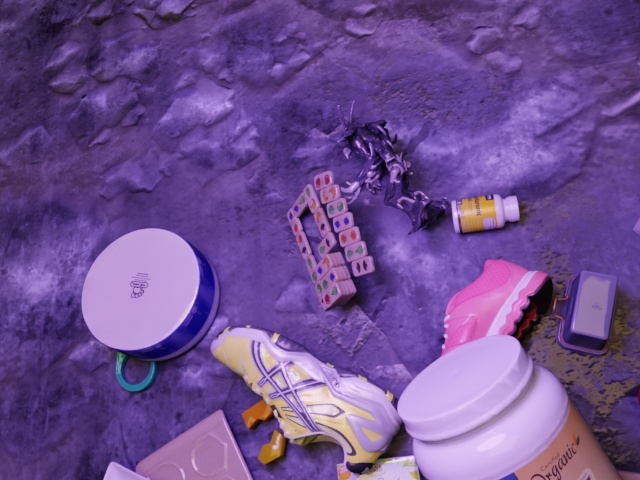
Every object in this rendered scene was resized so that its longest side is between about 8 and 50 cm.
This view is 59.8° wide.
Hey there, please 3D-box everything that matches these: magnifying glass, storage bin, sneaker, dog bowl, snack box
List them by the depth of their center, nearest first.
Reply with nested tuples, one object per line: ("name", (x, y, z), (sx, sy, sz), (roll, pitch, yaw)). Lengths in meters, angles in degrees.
("storage bin", (0.440, 0.112, 0.920), (0.098, 0.091, 0.135), (12, 75, 22))
("snack box", (0.104, 0.426, 0.949), (0.141, 0.037, 0.100), (-13, 66, 14))
("sneaker", (0.263, 0.166, 0.968), (0.313, 0.116, 0.136), (-50, 48, -6))
("sneaker", (-0.050, 0.270, 0.987), (0.385, 0.145, 0.147), (20, 66, 25))
("dog bowl", (-0.353, 0.112, 1.162), (0.265, 0.104, 0.264), (-5, 66, 12))
("magnifying glass", (-0.416, 0.218, 1.206), (0.092, 0.026, 0.230), (-31, 66, 5))

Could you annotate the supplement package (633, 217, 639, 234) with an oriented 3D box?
("supplement package", (0.619, -0.075, 0.815), (0.177, 0.293, 0.175), (-47, 64, -1))

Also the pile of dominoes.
("pile of dominoes", (0.000, 0.000, 1.064), (0.040, 0.196, 0.251), (-6, 61, -32))

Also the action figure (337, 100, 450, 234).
("action figure", (0.109, -0.129, 1.061), (0.275, 0.164, 0.141), (51, 128, 11))

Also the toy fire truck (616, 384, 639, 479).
("toy fire truck", (0.515, 0.295, 0.815), (0.247, 0.158, 0.216), (-12, 68, 3))

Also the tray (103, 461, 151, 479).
("tray", (-0.381, 0.567, 1.028), (0.145, 0.030, 0.270), (11, 75, 27))

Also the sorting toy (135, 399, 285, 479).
("sorting toy", (-0.186, 0.443, 1.043), (0.307, 0.041, 0.229), (-34, 60, 4))

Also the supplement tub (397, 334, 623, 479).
("supplement tub", (0.271, 0.314, 0.770), (0.228, 0.228, 0.316), (-34, 93, 5))

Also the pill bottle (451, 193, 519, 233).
("pill bottle", (0.306, -0.051, 1.037), (0.117, 0.065, 0.065), (-8, 69, 15))
